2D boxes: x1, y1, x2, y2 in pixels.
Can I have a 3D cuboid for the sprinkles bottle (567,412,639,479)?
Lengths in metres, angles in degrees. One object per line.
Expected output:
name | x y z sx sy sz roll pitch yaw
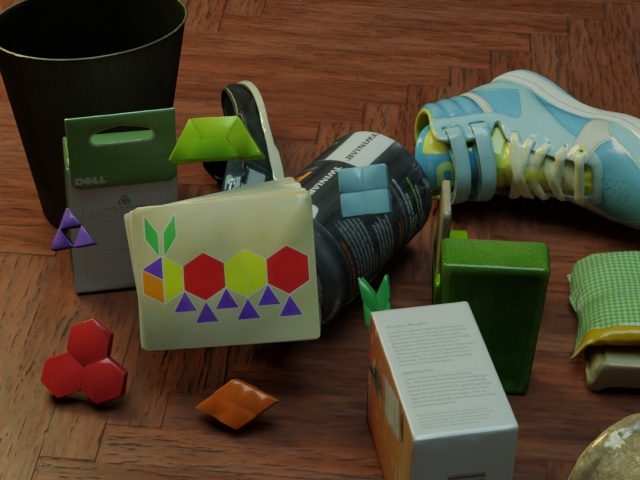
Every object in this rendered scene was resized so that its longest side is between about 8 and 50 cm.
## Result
sprinkles bottle | 0.344 0.276 1.272 0.121 0.121 0.355 -20 41 -27

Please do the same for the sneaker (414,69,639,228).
sneaker | 0.223 -0.072 1.756 0.208 0.127 0.319 -18 31 -28

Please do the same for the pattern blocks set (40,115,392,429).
pattern blocks set | -0.091 0.028 1.517 0.325 0.285 0.026 3 -4 10

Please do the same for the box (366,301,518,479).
box | 0.101 0.157 1.422 0.091 0.130 0.170 -6 36 -9

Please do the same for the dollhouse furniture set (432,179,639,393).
dollhouse furniture set | 0.260 0.032 1.583 0.302 0.151 0.197 3 36 1

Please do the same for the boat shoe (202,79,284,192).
boat shoe | -0.092 -0.103 1.817 0.079 0.084 0.233 -4 39 -8

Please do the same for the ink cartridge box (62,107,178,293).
ink cartridge box | -0.197 -0.051 1.633 0.109 0.209 0.062 -6 37 -10

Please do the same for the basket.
basket | -0.237 -0.130 1.727 0.204 0.226 0.154 -13 38 -21

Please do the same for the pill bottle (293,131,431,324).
pill bottle | 0.000 0.000 1.637 0.130 0.130 0.246 20 39 24
